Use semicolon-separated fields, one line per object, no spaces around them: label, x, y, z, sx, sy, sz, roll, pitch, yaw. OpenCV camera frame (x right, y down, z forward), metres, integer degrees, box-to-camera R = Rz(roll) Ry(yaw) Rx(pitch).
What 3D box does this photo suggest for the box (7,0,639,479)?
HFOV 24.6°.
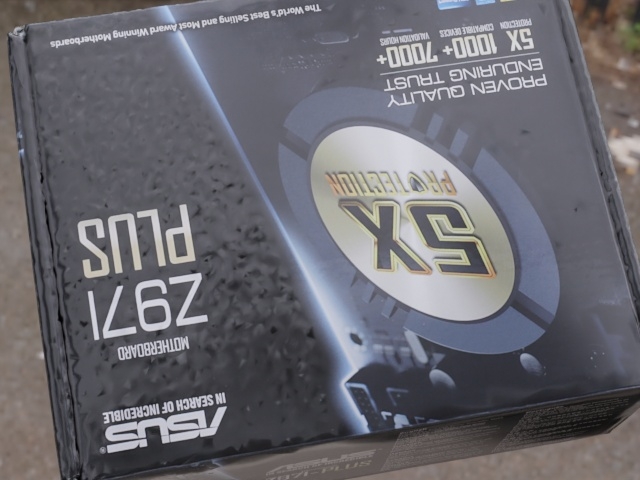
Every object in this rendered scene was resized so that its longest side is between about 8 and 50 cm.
box;0.000;0.000;0.473;0.180;0.077;0.147;-8;72;-6
